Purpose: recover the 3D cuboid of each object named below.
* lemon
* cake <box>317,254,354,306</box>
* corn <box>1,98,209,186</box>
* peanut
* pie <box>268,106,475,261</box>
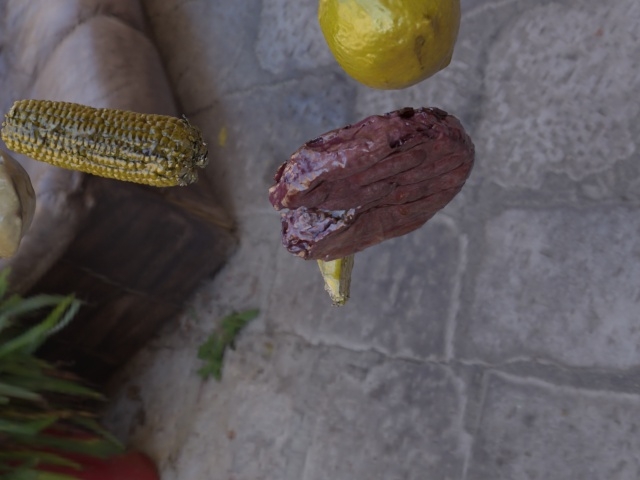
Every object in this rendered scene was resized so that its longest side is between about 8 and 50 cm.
[{"bbox_3d":[0.112,-0.365,1.699,0.233,0.288,0.233,-10,52,14],"label":"lemon"},{"bbox_3d":[-0.001,-0.001,1.557,0.116,0.080,0.185,9,85,19],"label":"cake"},{"bbox_3d":[-0.327,-0.148,1.611,0.115,0.318,0.115,9,-90,-86],"label":"corn"},{"bbox_3d":[-0.447,-0.059,1.227,0.340,0.158,0.174,35,84,32],"label":"peanut"},{"bbox_3d":[0.046,-0.051,0.997,0.218,0.204,0.054,108,143,-61],"label":"pie"}]
